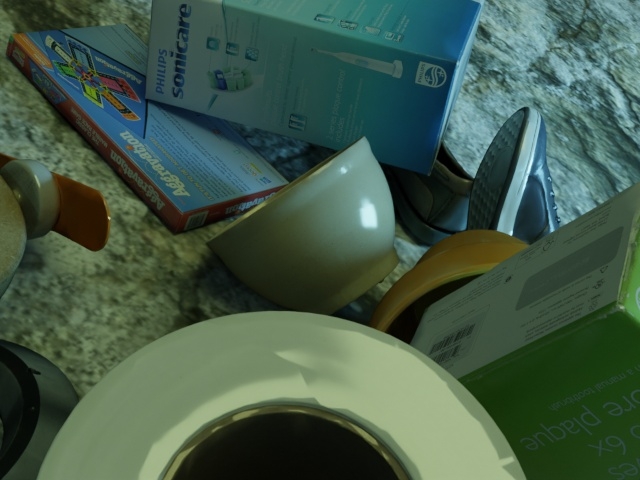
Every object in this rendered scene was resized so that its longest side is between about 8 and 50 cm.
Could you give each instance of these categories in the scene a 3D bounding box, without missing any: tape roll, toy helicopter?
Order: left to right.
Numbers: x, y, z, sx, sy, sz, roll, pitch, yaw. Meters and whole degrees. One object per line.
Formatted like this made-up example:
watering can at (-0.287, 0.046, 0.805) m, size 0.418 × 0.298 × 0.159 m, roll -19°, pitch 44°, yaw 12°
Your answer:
toy helicopter at (-0.296, -0.073, 0.778) m, size 0.235 × 0.140 × 0.355 m, roll 8°, pitch 37°, yaw -27°
tape roll at (-0.024, 0.183, 0.538) m, size 0.246 × 0.169 × 0.246 m, roll 5°, pitch 51°, yaw -6°

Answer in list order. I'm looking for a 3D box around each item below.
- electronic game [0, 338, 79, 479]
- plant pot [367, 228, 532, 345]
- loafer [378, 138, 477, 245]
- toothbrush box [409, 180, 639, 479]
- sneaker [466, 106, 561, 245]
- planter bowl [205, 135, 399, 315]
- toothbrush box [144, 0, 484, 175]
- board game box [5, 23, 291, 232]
electronic game at (-0.248, 0.125, 0.574) m, size 0.229 × 0.048 × 0.229 m, roll -2°, pitch 31°, yaw 1°
plant pot at (0.133, 0.081, 0.819) m, size 0.205 × 0.205 × 0.188 m, roll 23°, pitch 19°, yaw -5°
loafer at (0.107, -0.107, 1.115) m, size 0.096 × 0.084 × 0.267 m, roll 5°, pitch 41°, yaw -28°
toothbrush box at (0.209, 0.131, 0.627) m, size 0.283 × 0.206 × 0.122 m, roll 42°, pitch 46°, yaw -12°
sneaker at (0.225, -0.002, 0.978) m, size 0.163 × 0.226 × 0.086 m, roll 14°, pitch -6°, yaw -14°
planter bowl at (0.000, 0.000, 0.871) m, size 0.109 × 0.162 × 0.162 m, roll 55°, pitch 37°, yaw -5°
toothbrush box at (0.000, -0.201, 1.038) m, size 0.296 × 0.126 × 0.216 m, roll 16°, pitch 34°, yaw 6°
board game box at (-0.170, -0.120, 1.005) m, size 0.281 × 0.027 × 0.145 m, roll 45°, pitch 37°, yaw 23°
